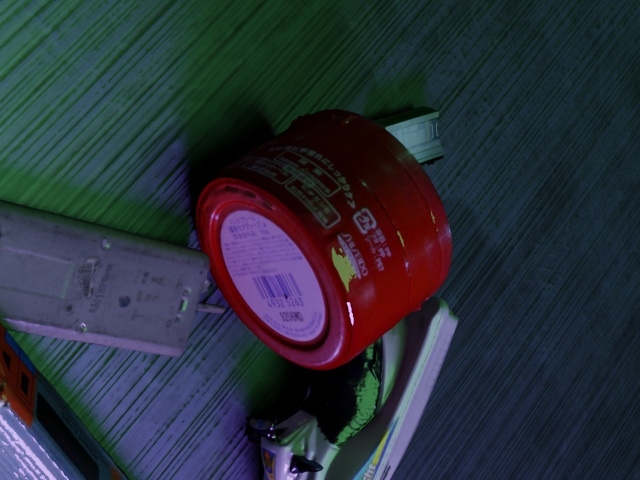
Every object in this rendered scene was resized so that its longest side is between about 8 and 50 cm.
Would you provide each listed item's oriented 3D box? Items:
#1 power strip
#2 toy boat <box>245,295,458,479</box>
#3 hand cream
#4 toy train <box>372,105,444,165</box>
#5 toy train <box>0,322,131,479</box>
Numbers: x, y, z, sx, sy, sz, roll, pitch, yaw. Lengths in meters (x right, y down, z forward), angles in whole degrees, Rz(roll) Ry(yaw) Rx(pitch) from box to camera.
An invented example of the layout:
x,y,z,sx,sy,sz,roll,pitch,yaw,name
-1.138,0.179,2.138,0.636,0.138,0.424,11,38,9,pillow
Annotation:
x,y,z,sx,sy,sz,roll,pitch,yaw,name
-0.172,0.035,0.879,0.268,0.034,0.092,16,90,-46,power strip
0.017,0.157,1.036,0.269,0.141,0.141,-55,133,-15,toy boat
0.000,0.000,0.931,0.125,0.193,0.193,-33,123,-31,hand cream
0.079,-0.095,1.089,0.093,0.038,0.056,-21,113,-39,toy train
-0.191,0.210,0.859,0.086,0.089,0.409,-24,127,3,toy train
